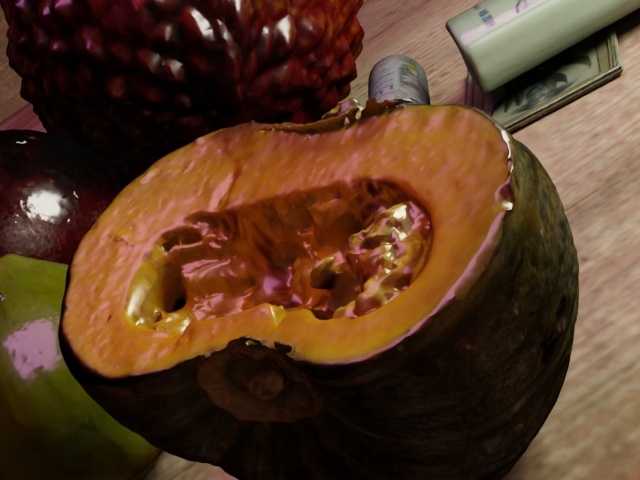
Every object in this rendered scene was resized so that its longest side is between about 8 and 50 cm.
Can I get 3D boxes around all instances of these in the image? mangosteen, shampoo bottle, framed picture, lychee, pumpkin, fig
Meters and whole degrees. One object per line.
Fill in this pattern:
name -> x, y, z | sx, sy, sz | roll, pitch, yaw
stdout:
mangosteen -> -0.312, 0.029, 1.458 | 0.297, 0.293, 0.297 | -34, -23, -16
shampoo bottle -> 0.081, -0.131, 1.459 | 0.072, 0.072, 0.214 | -30, 20, 14
shampoo bottle -> 0.296, -0.268, 1.386 | 0.359, 0.078, 0.134 | -29, 18, 6
framed picture -> 0.216, -0.169, 1.410 | 0.173, 0.010, 0.231 | -28, 20, 19
lychee -> -0.150, -0.239, 1.616 | 0.424, 0.500, 0.424 | -16, -19, -6
pumpkin -> 0.023, 0.041, 0.869 | 0.325, 0.232, 0.242 | -2, 58, 38
fig -> -0.218, 0.110, 1.157 | 0.203, 0.225, 0.203 | -36, -5, -4
